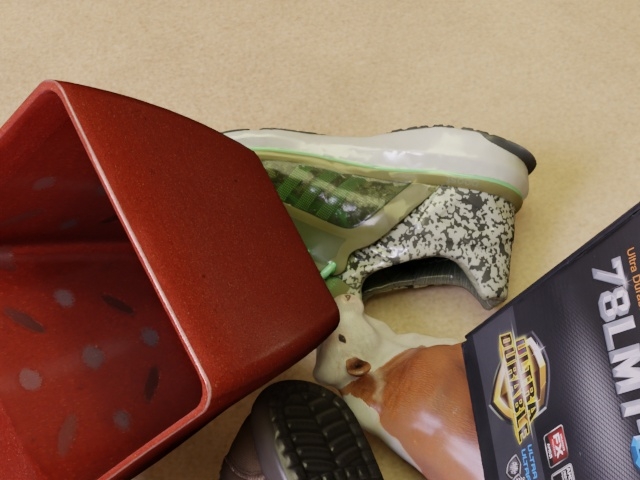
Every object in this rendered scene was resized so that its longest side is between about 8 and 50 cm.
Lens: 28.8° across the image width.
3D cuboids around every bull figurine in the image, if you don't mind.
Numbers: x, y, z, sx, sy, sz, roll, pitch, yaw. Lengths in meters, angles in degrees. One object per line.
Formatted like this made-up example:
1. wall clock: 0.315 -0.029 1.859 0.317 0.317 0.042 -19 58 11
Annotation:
1. bull figurine: 0.136 0.150 1.058 0.188 0.101 0.310 -32 64 -19

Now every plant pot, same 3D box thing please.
1. plant pot: -0.146 0.049 1.017 0.235 0.267 0.267 -9 66 -53

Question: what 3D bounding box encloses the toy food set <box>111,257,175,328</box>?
1. toy food set: -0.218 0.133 1.154 0.128 0.071 0.218 32 64 0

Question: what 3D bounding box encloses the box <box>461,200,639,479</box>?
1. box: 0.226 0.131 0.845 0.073 0.293 0.296 15 52 -27

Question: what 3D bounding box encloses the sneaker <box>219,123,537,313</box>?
1. sneaker: 0.000 0.000 1.175 0.410 0.158 0.182 -4 68 11

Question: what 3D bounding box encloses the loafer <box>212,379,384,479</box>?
1. loafer: 0.014 0.295 0.983 0.133 0.130 0.366 7 53 -37
